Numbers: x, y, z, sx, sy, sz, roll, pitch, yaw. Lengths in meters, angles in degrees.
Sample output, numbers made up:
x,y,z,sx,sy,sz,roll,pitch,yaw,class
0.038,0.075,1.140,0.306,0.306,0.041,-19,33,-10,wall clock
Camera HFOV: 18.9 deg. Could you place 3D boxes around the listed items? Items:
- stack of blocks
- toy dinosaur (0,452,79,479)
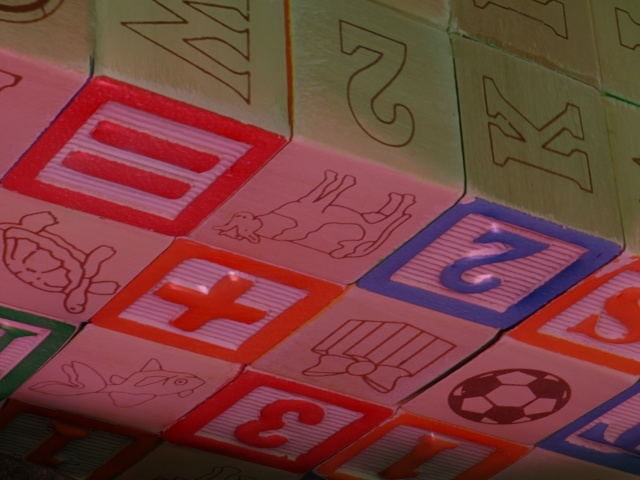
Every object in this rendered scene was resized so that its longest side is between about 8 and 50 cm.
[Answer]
x,y,z,sx,sy,sz,roll,pitch,yaw,class
0.000,0.000,0.477,0.297,0.171,0.087,17,54,-28,stack of blocks
-0.057,0.118,0.441,0.314,0.121,0.160,24,42,5,toy dinosaur
